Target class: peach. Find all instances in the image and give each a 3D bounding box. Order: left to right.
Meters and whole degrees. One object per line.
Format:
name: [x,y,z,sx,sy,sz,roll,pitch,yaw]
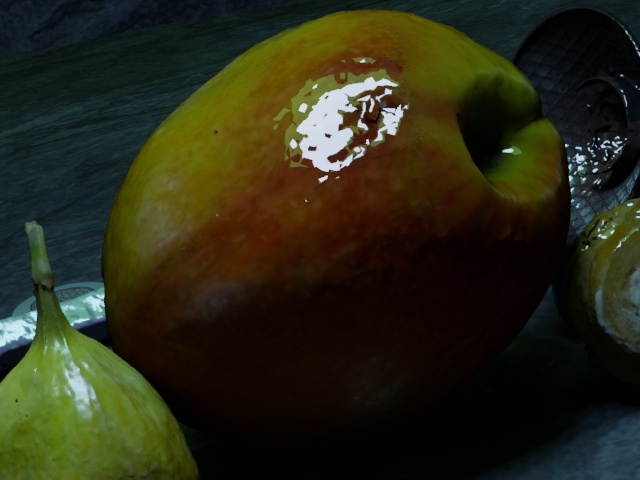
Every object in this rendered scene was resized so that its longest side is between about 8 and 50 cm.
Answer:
peach: [0.002,0.002,1.414,0.372,0.290,0.372,-40,11,9]

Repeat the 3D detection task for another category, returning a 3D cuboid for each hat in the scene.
hat: [0.226,-0.089,1.522,0.082,0.193,0.193,1,7,-33]

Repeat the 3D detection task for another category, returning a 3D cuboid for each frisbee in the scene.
frisbee: [-0.257,0.065,1.914,0.110,0.014,0.110,-11,17,3]

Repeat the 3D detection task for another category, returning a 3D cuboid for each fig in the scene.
fig: [-0.168,0.112,1.302,0.159,0.257,0.159,-12,2,0]

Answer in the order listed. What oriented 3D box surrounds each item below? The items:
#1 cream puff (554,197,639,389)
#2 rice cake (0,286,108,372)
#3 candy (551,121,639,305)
cream puff: [0.255,0.039,1.420,0.165,0.150,0.115,25,-3,-4]
rice cake: [-0.186,0.068,1.811,0.290,0.051,0.081,-18,-16,-19]
candy: [0.335,-0.046,1.597,0.306,0.157,0.100,-7,18,17]
